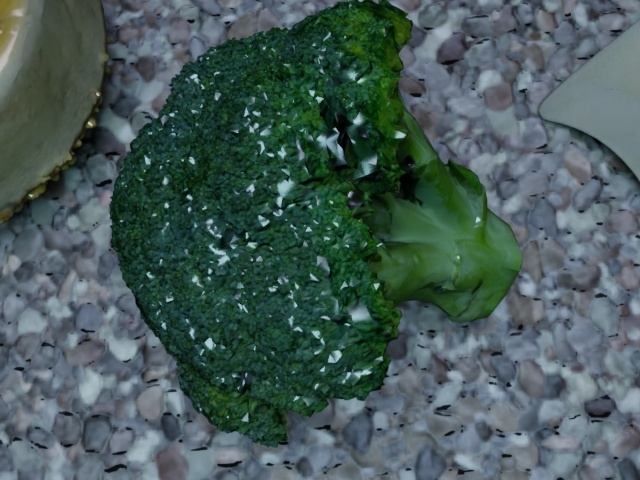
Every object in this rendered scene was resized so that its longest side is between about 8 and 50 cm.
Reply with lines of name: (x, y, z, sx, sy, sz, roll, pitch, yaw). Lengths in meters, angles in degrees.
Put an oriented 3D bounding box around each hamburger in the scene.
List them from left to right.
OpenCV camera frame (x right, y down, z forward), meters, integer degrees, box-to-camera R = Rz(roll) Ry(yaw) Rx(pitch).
hamburger: (-0.297, -0.134, 0.623, 0.302, 0.170, 0.302, 0, 75, 0)

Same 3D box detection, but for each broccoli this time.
broccoli: (0.000, 0.000, 0.551, 0.269, 0.269, 0.254, 6, 80, 6)

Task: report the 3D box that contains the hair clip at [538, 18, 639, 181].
hair clip: (0.316, -0.112, 0.594, 0.282, 0.113, 0.173, -30, 74, -3)
